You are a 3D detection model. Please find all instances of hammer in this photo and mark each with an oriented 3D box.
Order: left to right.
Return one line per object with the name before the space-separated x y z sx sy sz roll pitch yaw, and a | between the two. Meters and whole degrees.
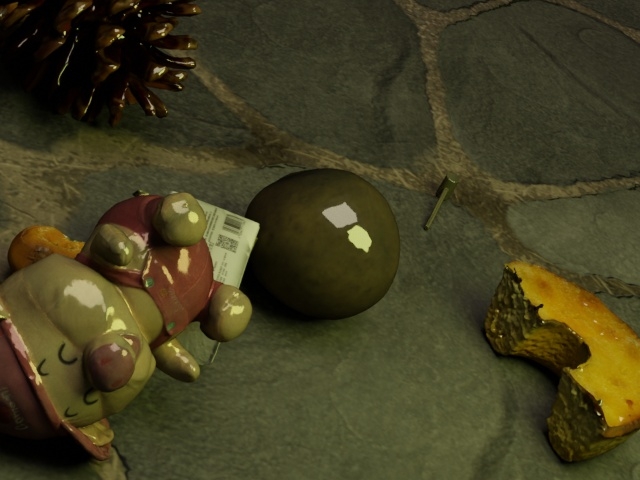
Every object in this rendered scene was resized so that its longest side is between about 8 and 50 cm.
hammer | 0.153 -0.047 1.794 0.019 0.035 0.110 30 41 3

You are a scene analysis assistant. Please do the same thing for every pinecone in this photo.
pinecone | -0.254 -0.253 1.591 0.264 0.264 0.264 19 33 -13

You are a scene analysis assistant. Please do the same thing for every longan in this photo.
longan | 0.000 0.000 1.499 0.167 0.168 0.187 -6 19 -41

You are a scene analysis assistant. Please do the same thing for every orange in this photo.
orange | -0.267 0.026 1.350 0.086 0.062 0.086 21 16 -7

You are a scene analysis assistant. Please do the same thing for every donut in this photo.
donut | 0.302 0.144 1.563 0.152 0.101 0.259 7 37 -30

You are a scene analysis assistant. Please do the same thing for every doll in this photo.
doll | -0.193 0.076 1.205 0.256 0.152 0.196 -38 97 -21

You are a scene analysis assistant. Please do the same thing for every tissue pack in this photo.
tissue pack | -0.134 0.037 1.395 0.106 0.099 0.149 21 33 -4

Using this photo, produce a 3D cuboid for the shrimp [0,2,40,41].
shrimp | -0.437 -0.309 1.702 0.289 0.075 0.178 23 33 -31
